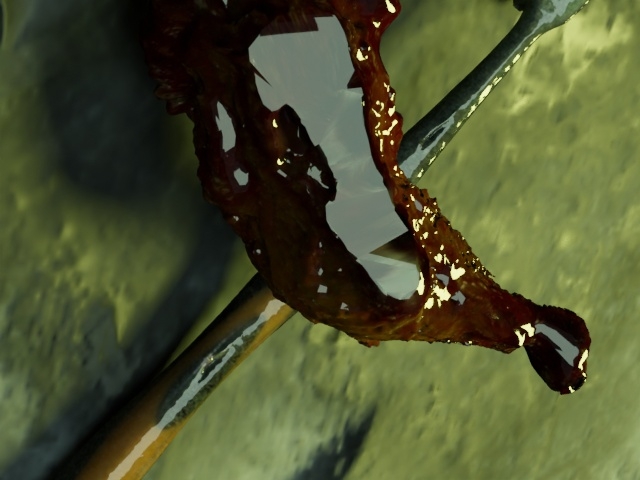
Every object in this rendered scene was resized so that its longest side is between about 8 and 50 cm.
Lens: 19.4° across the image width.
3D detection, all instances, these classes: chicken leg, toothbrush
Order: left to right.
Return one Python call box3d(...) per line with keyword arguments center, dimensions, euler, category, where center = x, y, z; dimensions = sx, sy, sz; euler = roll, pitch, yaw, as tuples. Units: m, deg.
box3d(center=(0.001, 0.000, 0.648), dimensions=(0.023, 0.031, 0.321), euler=(44, 84, -15), category="toothbrush")
box3d(center=(0.014, -0.017, 0.605), dimensions=(0.089, 0.048, 0.219), euler=(-34, 114, -4), category="chicken leg")
